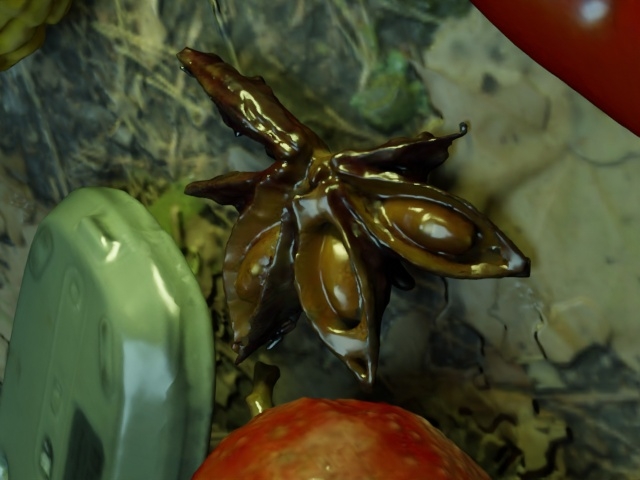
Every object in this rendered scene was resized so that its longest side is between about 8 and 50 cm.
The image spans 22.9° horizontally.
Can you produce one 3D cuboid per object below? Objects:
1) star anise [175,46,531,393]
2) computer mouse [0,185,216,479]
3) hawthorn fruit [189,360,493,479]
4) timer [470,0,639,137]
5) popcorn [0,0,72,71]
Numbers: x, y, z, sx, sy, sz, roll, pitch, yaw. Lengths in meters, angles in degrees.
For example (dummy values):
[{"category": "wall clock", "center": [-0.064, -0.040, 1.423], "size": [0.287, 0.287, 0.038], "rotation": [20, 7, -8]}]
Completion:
[{"category": "star anise", "center": [-0.002, 0.001, 0.786], "size": [0.212, 0.053, 0.157], "rotation": [19, 99, 20]}, {"category": "computer mouse", "center": [-0.123, 0.126, 0.931], "size": [0.197, 0.095, 0.330], "rotation": [47, 133, 40]}, {"category": "hawthorn fruit", "center": [0.009, 0.169, 0.784], "size": [0.253, 0.205, 0.205], "rotation": [58, 137, 32]}, {"category": "timer", "center": [0.178, -0.192, 0.410], "size": [0.378, 0.279, 0.378], "rotation": [23, 130, 31]}, {"category": "popcorn", "center": [-0.204, -0.165, 0.828], "size": [0.170, 0.180, 0.180], "rotation": [2, 115, 7]}]
